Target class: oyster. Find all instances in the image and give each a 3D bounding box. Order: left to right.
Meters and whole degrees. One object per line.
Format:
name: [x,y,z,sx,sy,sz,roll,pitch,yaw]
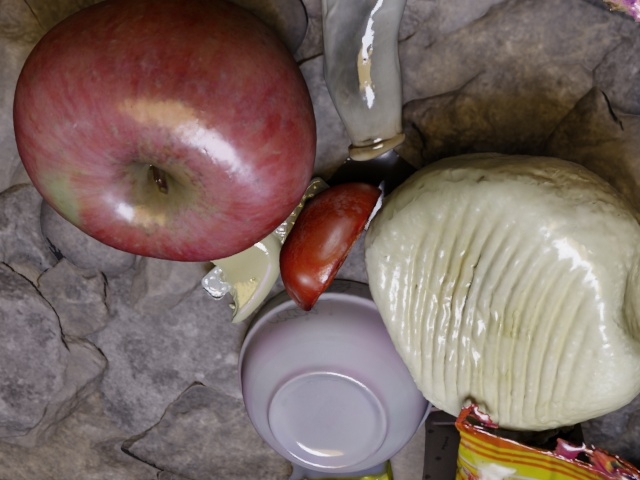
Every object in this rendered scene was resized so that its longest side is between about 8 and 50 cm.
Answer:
oyster: [0.242,0.218,1.066,0.191,0.163,0.081,-12,130,39]

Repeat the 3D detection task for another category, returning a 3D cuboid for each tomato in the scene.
tomato: [0.003,-0.003,1.001,0.082,0.166,0.174,31,77,4]

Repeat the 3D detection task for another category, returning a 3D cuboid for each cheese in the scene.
cheese: [-0.073,0.003,1.067,0.235,0.049,0.127,-39,105,15]

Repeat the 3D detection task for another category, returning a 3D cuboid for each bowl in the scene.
bowl: [0.018,0.210,1.093,0.287,0.143,0.286,2,113,6]

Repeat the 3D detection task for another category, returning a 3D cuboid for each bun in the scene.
bun: [0.232,0.046,0.941,0.353,0.227,0.348,22,126,21]

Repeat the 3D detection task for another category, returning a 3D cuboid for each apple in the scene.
apple: [-0.172,-0.139,0.919,0.345,0.269,0.344,4,134,4]

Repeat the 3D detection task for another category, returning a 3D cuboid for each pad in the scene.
pad: [0.090,-0.055,1.046,0.157,0.003,0.112,39,112,-9]

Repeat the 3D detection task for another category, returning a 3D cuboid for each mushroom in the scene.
mushroom: [0.055,-0.262,0.918,0.110,0.097,0.351,6,117,8]

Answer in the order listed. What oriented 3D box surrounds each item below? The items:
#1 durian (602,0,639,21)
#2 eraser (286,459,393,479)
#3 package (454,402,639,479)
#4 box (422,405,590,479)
durian: [0.425,-0.293,0.809,0.261,0.186,0.153,10,145,4]
eraser: [0.044,0.439,1.226,0.158,0.069,0.225,-6,112,13]
package: [0.237,0.341,0.937,0.224,0.108,0.287,17,108,8]
box: [0.268,0.403,1.116,0.225,0.190,0.296,-5,111,11]
